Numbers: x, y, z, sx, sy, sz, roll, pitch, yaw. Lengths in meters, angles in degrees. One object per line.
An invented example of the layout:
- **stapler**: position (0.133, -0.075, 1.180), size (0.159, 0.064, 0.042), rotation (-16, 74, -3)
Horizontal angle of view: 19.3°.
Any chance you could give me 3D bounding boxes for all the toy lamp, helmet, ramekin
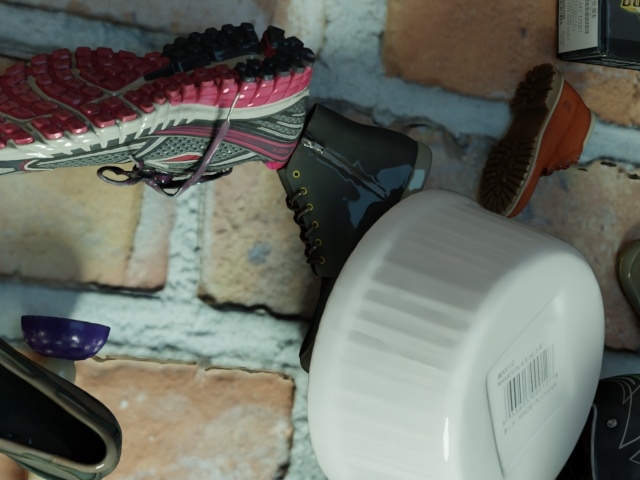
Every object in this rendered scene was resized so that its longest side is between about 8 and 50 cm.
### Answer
- **toy lamp**: position (-0.213, 0.198, 1.452), size (0.080, 0.080, 0.275), rotation (13, 82, -33)
- **helmet**: position (0.291, 0.201, 1.738), size (0.169, 0.161, 0.169), rotation (0, 90, -34)
- **ramekin**: position (0.124, 0.106, 1.585), size (0.277, 0.135, 0.277), rotation (-27, 125, -46)

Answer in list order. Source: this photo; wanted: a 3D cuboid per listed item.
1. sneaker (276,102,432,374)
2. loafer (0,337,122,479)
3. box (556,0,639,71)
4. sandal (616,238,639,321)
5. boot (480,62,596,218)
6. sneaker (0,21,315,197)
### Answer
- **sneaker**: position (0.000, 0.000, 1.607), size (0.118, 0.083, 0.222), rotation (23, 84, -12)
- **loafer**: position (-0.262, 0.099, 1.366), size (0.267, 0.084, 0.096), rotation (26, 81, -10)
- **box**: position (0.361, -0.309, 1.845), size (0.295, 0.073, 0.293), rotation (3, 89, -35)
- **sandal**: position (0.351, 0.076, 1.847), size (0.072, 0.049, 0.180), rotation (-42, 112, -27)
- **boot**: position (0.206, -0.077, 1.748), size (0.084, 0.059, 0.158), rotation (38, 69, -33)
- **sneaker**: position (-0.139, -0.085, 1.484), size (0.299, 0.121, 0.112), rotation (-10, 126, -26)
